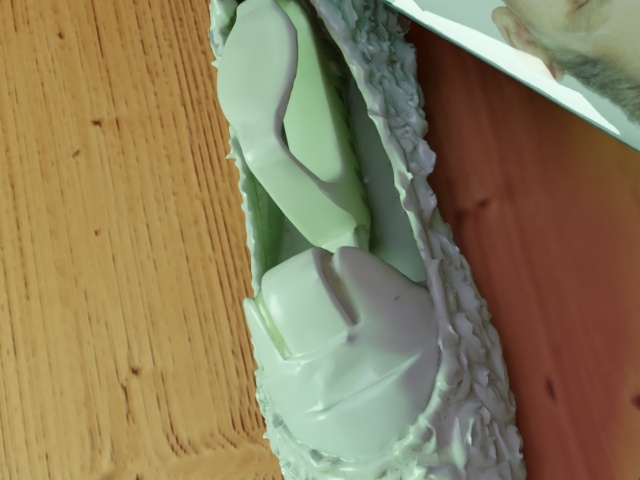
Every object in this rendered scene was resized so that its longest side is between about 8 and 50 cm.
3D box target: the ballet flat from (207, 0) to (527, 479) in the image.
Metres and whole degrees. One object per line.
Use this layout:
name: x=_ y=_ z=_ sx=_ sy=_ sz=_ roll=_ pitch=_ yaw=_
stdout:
ballet flat: x=0.000 y=0.000 z=0.723 sx=0.147 sy=0.147 sz=0.408 roll=-23 pitch=61 yaw=19

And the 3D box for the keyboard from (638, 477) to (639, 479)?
keyboard: x=0.245 y=0.131 z=0.595 sx=0.202 sy=0.033 sz=0.317 roll=32 pitch=87 yaw=34

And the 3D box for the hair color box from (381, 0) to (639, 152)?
hair color box: x=0.115 y=-0.184 z=0.686 sx=0.347 sy=0.105 sz=0.173 roll=34 pitch=113 yaw=24
